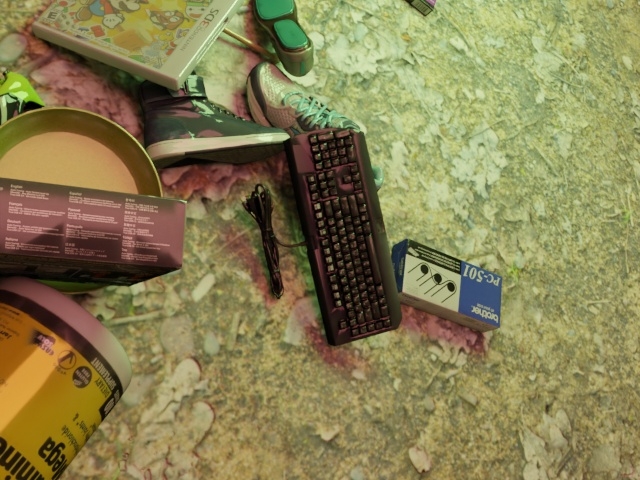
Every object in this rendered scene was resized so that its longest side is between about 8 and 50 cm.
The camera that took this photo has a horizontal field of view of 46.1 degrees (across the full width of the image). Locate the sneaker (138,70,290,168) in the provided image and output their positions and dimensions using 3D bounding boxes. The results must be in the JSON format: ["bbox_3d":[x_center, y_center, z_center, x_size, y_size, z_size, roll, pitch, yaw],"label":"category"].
[{"bbox_3d":[-0.156,-0.196,1.107,0.226,0.086,0.164,-6,77,-30],"label":"sneaker"}]

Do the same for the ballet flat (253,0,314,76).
[{"bbox_3d":[-0.063,-0.344,1.236,0.072,0.068,0.213,-15,51,-7],"label":"ballet flat"}]

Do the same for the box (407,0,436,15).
[{"bbox_3d":[0.193,-0.541,1.502,0.116,0.029,0.162,32,59,-19],"label":"box"}]

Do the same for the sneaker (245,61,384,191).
[{"bbox_3d":[0.002,-0.175,1.180,0.283,0.122,0.110,51,54,-5],"label":"sneaker"}]

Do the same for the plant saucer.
[{"bbox_3d":[-0.323,-0.049,0.962,0.240,0.037,0.241,6,77,-28],"label":"plant saucer"}]

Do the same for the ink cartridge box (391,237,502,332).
[{"bbox_3d":[0.212,0.078,1.264,0.207,0.046,0.097,21,63,-25],"label":"ink cartridge box"}]

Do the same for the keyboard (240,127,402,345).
[{"bbox_3d":[0.000,0.000,1.108,0.201,0.033,0.317,-14,95,-8],"label":"keyboard"}]

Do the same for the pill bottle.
[{"bbox_3d":[-0.360,0.213,0.760,0.188,0.188,0.334,42,56,-12],"label":"pill bottle"}]

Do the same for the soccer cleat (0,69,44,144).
[{"bbox_3d":[-0.417,-0.140,0.944,0.072,0.060,0.179,47,53,-24],"label":"soccer cleat"}]

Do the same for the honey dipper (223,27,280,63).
[{"bbox_3d":[-0.132,-0.328,1.213,0.160,0.030,0.031,23,61,-25],"label":"honey dipper"}]

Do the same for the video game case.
[{"bbox_3d":[-0.256,-0.325,1.076,0.226,0.026,0.206,22,57,8],"label":"video game case"}]

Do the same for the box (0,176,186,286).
[{"bbox_3d":[-0.323,-0.005,0.792,0.307,0.242,0.077,6,80,-25],"label":"box"}]
